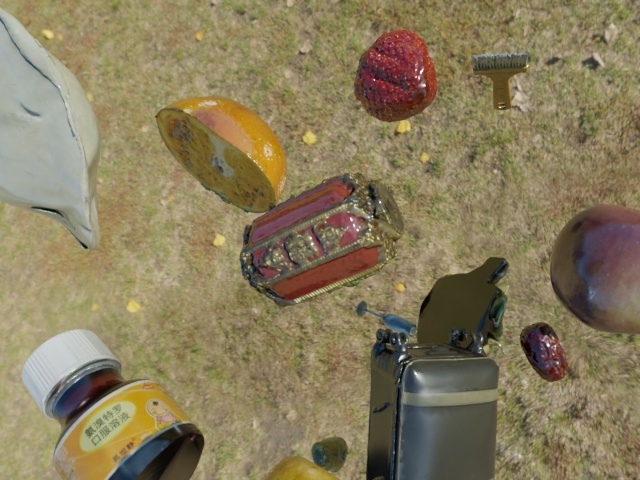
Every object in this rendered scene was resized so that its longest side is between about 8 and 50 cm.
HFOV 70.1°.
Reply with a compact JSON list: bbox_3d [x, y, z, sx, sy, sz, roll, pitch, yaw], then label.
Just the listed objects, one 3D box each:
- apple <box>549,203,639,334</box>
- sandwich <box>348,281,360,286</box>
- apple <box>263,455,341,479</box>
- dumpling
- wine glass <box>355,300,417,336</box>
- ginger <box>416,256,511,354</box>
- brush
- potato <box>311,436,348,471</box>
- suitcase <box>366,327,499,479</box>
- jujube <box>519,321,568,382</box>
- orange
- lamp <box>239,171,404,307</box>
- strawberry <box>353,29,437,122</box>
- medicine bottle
[{"bbox_3d":[0.603,0.057,0.872,0.306,0.306,0.235,14,104,31],"label":"apple"},{"bbox_3d":[0.126,0.070,1.922,0.079,0.159,0.235,-2,73,21],"label":"sandwich"},{"bbox_3d":[-0.030,0.662,1.024,0.299,0.299,0.275,21,67,32],"label":"apple"},{"bbox_3d":[-0.380,-0.158,0.586,0.260,0.181,0.341,-30,69,55],"label":"dumpling"},{"bbox_3d":[0.263,0.312,1.793,0.262,0.074,0.074,18,89,40],"label":"wine glass"},{"bbox_3d":[0.482,0.239,1.388,0.358,0.211,0.413,-42,19,48],"label":"ginger"},{"bbox_3d":[0.387,-0.333,0.977,0.103,0.272,0.013,7,86,24],"label":"brush"},{"bbox_3d":[0.033,0.672,1.439,0.085,0.188,0.105,-15,59,24],"label":"potato"},{"bbox_3d":[0.251,0.419,1.010,0.194,0.283,0.433,180,95,-67],"label":"suitcase"},{"bbox_3d":[0.475,0.238,0.970,0.077,0.077,0.129,-23,91,24],"label":"jujube"},{"bbox_3d":[-0.231,-0.203,1.071,0.310,0.274,0.274,4,79,-6],"label":"orange"},{"bbox_3d":[0.000,0.000,0.754,0.274,0.177,0.177,-26,67,21],"label":"lamp"},{"bbox_3d":[0.224,-0.459,1.327,0.238,0.250,0.288,-39,42,12],"label":"strawberry"},{"bbox_3d":[-0.447,0.368,0.936,0.395,0.242,0.242,32,96,22],"label":"medicine bottle"}]
